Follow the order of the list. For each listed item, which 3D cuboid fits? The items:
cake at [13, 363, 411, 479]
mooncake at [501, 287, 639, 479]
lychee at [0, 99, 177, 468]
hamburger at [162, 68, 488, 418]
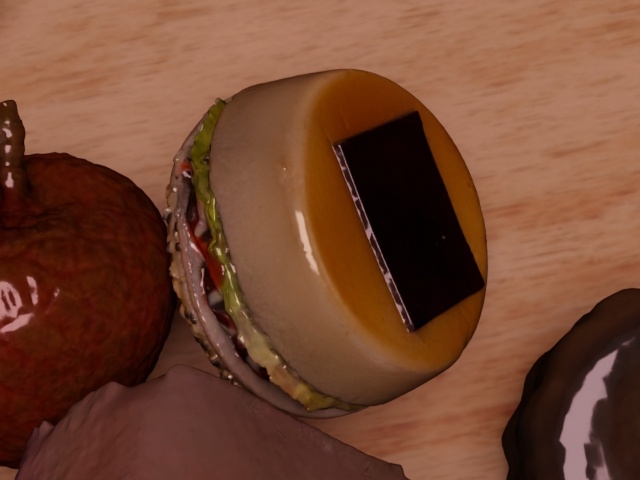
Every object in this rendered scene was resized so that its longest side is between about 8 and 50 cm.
[{"bbox_3d":[-0.079,0.260,1.196,0.309,0.237,0.230,29,50,-25],"label":"cake"},{"bbox_3d":[0.309,0.188,1.371,0.324,0.187,0.324,1,83,-5],"label":"mooncake"},{"bbox_3d":[-0.233,0.039,1.331,0.255,0.255,0.300,3,126,-2],"label":"lychee"},{"bbox_3d":[0.000,0.000,1.346,0.176,0.300,0.300,-21,82,38],"label":"hamburger"}]
